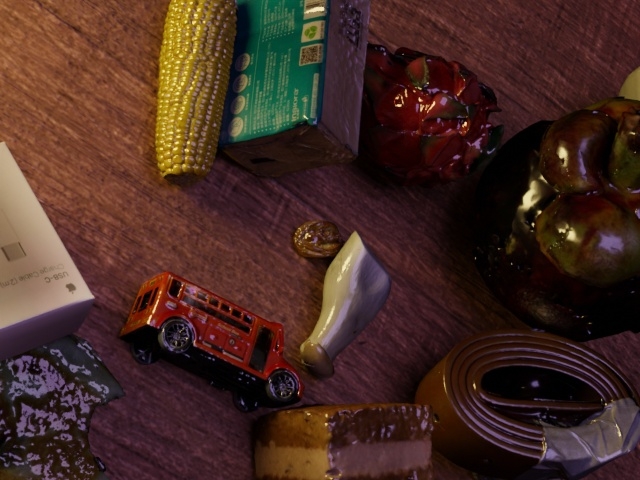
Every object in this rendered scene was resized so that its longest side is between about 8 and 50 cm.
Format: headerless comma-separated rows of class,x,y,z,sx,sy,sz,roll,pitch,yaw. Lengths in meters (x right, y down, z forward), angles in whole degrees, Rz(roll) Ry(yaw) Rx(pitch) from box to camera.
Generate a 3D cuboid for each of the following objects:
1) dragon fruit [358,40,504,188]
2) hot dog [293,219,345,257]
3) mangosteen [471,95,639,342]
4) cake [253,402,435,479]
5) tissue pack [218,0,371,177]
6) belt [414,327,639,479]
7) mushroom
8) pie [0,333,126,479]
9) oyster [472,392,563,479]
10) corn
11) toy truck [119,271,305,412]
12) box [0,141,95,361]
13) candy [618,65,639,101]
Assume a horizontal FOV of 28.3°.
dragon fruit,0.145,-0.211,1.975,0.293,0.234,0.234,48,54,5
hot dog,0.000,0.000,1.909,0.083,0.035,0.058,-2,73,-34
mangosteen,0.432,-0.024,1.965,0.381,0.421,0.381,1,85,-17
cake,0.039,0.365,1.733,0.196,0.199,0.293,2,79,-38
tissue pack,-0.035,-0.244,1.859,0.134,0.192,0.270,30,59,-47
belt,0.318,0.251,1.906,0.339,0.122,0.217,10,58,-18
mushroom,0.032,0.097,1.875,0.225,0.093,0.116,-62,146,-13
pie,-0.379,0.228,1.569,0.302,0.067,0.302,12,67,-30
oyster,0.315,0.309,1.997,0.198,0.092,0.259,-24,77,-36
corn,-0.183,-0.226,1.821,0.106,0.106,0.305,14,73,-30
toy truck,-0.136,0.142,1.731,0.253,0.107,0.114,28,62,-23
box,-0.427,0.024,1.540,0.203,0.106,0.251,-20,70,-37
candy,0.634,-0.112,2.185,0.186,0.386,0.427,-21,95,-3
